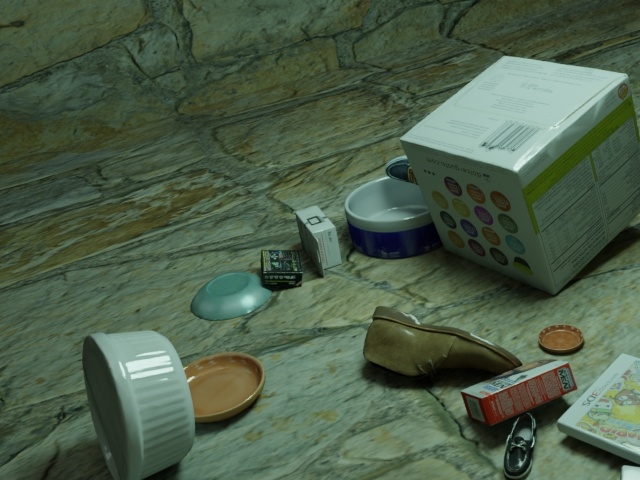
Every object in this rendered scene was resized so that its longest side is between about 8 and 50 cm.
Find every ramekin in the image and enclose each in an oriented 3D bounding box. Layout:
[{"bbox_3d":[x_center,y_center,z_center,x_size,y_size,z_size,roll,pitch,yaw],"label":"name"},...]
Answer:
[{"bbox_3d":[-0.314,0.279,1.476,0.127,0.273,0.273,-12,24,-27],"label":"ramekin"}]

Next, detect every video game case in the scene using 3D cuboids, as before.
[{"bbox_3d":[0.526,0.272,1.341,0.206,0.026,0.227,-34,33,-32],"label":"video game case"}]

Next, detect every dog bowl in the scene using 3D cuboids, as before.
[{"bbox_3d":[0.196,-0.063,2.083,0.265,0.104,0.265,-9,26,5],"label":"dog bowl"}]

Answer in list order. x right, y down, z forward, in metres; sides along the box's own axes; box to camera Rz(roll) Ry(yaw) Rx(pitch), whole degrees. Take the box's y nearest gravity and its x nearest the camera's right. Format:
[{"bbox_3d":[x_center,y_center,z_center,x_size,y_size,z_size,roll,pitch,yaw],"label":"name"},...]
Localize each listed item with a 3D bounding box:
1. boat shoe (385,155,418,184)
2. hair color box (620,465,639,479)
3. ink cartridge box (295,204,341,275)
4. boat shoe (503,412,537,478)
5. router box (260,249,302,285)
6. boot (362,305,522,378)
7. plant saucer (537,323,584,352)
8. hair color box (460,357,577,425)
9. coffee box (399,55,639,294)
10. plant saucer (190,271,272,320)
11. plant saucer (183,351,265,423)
[{"bbox_3d":[0.235,-0.162,2.067,0.183,0.065,0.083,2,28,23],"label":"boat shoe"},{"bbox_3d":[0.540,0.398,1.050,0.339,0.110,0.185,3,32,24],"label":"hair color box"},{"bbox_3d":[0.000,0.000,2.042,0.060,0.104,0.180,-17,28,-12],"label":"ink cartridge box"},{"bbox_3d":[0.318,0.325,1.356,0.046,0.038,0.125,4,31,29],"label":"boat shoe"},{"bbox_3d":[-0.093,0.064,2.007,0.092,0.038,0.122,1,25,-7],"label":"router box"},{"bbox_3d":[0.219,0.217,1.577,0.305,0.112,0.115,12,65,32],"label":"boot"},{"bbox_3d":[0.450,0.185,1.598,0.083,0.013,0.083,-10,27,5],"label":"plant saucer"},{"bbox_3d":[0.333,0.252,1.440,0.167,0.053,0.093,-18,1,-14],"label":"hair color box"},{"bbox_3d":[0.444,-0.149,1.827,0.338,0.334,0.337,-40,36,-19],"label":"coffee box"},{"bbox_3d":[-0.210,0.116,1.979,0.195,0.037,0.195,-9,26,5],"label":"plant saucer"},{"bbox_3d":[-0.201,0.288,1.644,0.200,0.037,0.200,-10,26,5],"label":"plant saucer"}]
